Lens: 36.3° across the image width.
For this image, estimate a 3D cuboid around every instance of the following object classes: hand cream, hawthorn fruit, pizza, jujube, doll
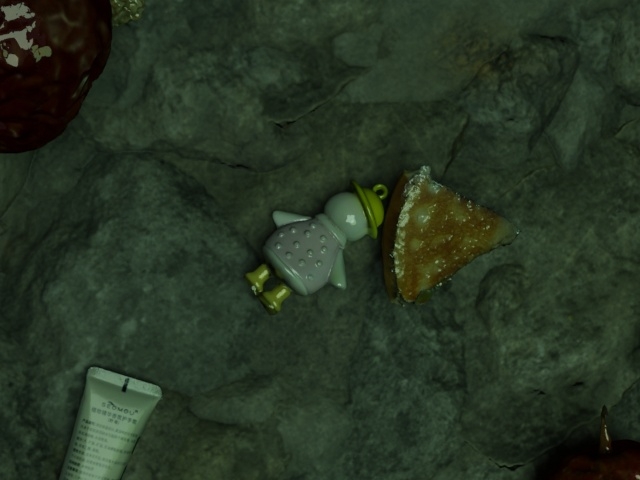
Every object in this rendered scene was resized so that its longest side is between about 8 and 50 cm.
[{"bbox_3d":[-0.278,0.292,1.167,0.095,0.059,0.276,21,89,-15],"label":"hand cream"},{"bbox_3d":[0.376,0.330,1.258,0.207,0.207,0.243,-13,94,-11],"label":"hawthorn fruit"},{"bbox_3d":[0.160,-0.009,1.213,0.195,0.052,0.185,-4,112,-26],"label":"pizza"},{"bbox_3d":[-0.323,-0.196,0.963,0.213,0.232,0.213,19,52,-26],"label":"jujube"},{"bbox_3d":[0.000,0.000,1.167,0.207,0.081,0.129,-40,74,-9],"label":"doll"}]

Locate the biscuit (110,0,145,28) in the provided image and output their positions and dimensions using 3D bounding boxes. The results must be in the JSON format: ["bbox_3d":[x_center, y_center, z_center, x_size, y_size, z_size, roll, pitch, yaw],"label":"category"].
[{"bbox_3d":[-0.255,-0.307,1.056,0.070,0.082,0.168,-38,107,-31],"label":"biscuit"}]
